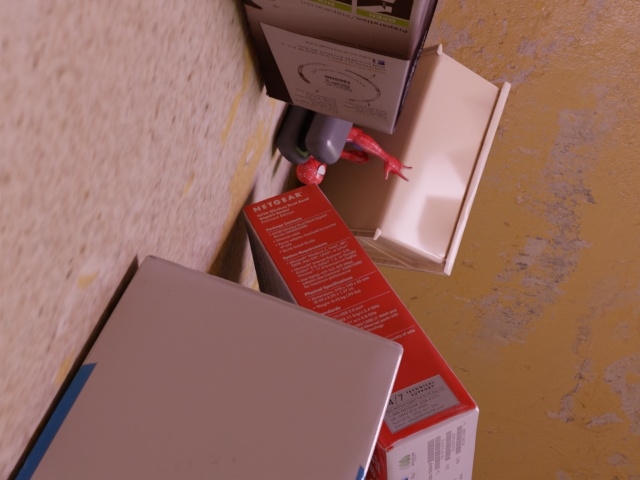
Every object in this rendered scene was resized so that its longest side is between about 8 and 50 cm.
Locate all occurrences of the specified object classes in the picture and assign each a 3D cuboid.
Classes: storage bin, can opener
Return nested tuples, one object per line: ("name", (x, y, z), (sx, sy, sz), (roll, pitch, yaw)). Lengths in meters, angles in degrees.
("storage bin", (0.090, -0.105, 1.032), (0.260, 0.123, 0.262), (5, -106, 60))
("can opener", (0.018, -0.220, 0.811), (0.095, 0.076, 0.283), (48, 55, -48))

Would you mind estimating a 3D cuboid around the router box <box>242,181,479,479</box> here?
("router box", (0.034, 0.163, 0.751), (0.301, 0.082, 0.335), (-124, -161, -43))

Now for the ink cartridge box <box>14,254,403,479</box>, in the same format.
("ink cartridge box", (-0.068, 0.160, 0.491), (0.233, 0.168, 0.171), (103, 7, -54))

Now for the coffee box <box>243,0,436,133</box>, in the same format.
("coffee box", (0.029, -0.203, 0.507), (0.297, 0.118, 0.168), (82, 26, -81))

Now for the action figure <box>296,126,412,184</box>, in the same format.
("action figure", (0.053, -0.154, 0.919), (0.091, 0.139, 0.280), (-36, -156, 51))
